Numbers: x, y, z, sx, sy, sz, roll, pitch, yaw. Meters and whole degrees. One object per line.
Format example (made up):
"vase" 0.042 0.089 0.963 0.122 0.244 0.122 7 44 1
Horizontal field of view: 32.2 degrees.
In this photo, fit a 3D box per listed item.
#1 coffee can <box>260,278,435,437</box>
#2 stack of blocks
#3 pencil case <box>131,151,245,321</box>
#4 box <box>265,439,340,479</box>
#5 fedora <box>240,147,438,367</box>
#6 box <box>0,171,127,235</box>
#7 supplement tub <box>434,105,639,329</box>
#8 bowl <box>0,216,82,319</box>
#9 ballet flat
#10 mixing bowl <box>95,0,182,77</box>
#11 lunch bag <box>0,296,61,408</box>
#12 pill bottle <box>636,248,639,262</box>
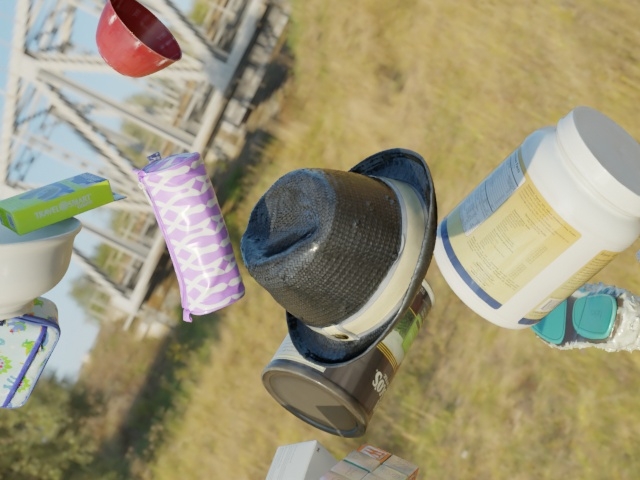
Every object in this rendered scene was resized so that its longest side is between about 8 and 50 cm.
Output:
"coffee can" 0.051 0.172 1.920 0.275 0.201 0.201 -58 3 -27
"stack of blocks" 0.019 0.397 1.448 0.297 0.087 0.171 -18 -54 -64
"pencil case" -0.160 -0.010 1.369 0.088 0.206 0.086 -27 15 -31
"box" -0.022 0.384 1.733 0.087 0.101 0.102 -19 35 37
"fedora" 0.000 0.000 1.413 0.334 0.152 0.334 -42 36 40
"box" -0.405 -0.062 1.728 0.178 0.042 0.109 -22 20 -25
"supplement tub" 0.353 -0.034 1.721 0.316 0.228 0.228 -46 14 32
"bowl" -0.508 0.041 1.668 0.298 0.298 0.134 -93 4 -79
"ballet flat" 0.508 0.146 2.057 0.147 0.147 0.409 -63 13 -2
"mixing bowl" -0.368 -0.383 2.149 0.098 0.181 0.181 -42 13 20
"lunch bag" -0.548 0.184 1.885 0.219 0.176 0.090 -56 34 26
"pill bottle" 0.755 -0.022 2.293 0.215 0.117 0.117 -46 4 -5
